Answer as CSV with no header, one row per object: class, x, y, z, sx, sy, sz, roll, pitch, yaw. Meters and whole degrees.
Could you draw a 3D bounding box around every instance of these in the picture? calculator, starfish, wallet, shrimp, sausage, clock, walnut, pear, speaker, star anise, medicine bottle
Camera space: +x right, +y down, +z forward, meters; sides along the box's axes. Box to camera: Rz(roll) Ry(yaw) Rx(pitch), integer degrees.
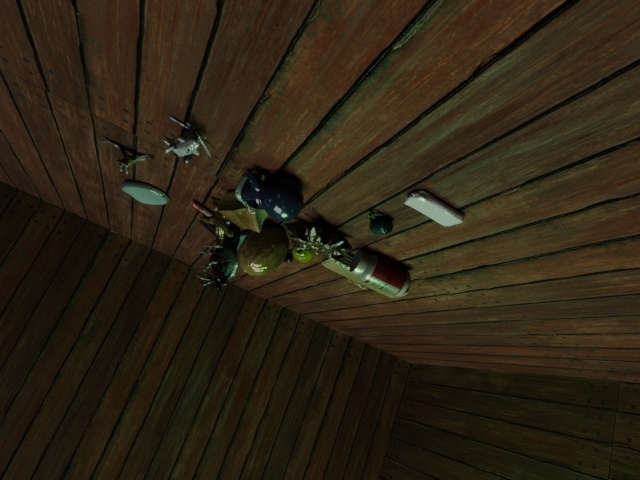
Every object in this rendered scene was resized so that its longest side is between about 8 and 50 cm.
calculator,-0.882,-0.234,2.313,0.295,0.042,0.184,7,157,31
starfish,-0.447,-0.095,2.043,0.062,0.235,0.277,-4,-159,-40
wallet,0.350,-0.097,1.433,0.190,0.033,0.095,28,158,-21
shrimp,-0.449,0.065,2.131,0.166,0.410,0.221,-3,147,38
sausage,-0.535,-0.121,2.262,0.034,0.034,0.253,1,150,45
clock,-0.171,-0.155,1.658,0.244,0.146,0.199,18,158,31
walnut,-0.262,0.051,2.121,0.225,0.261,0.225,32,153,18
pear,-0.079,0.053,2.177,0.107,0.107,0.131,14,171,20
calculator,-0.368,0.039,2.413,0.185,0.041,0.299,52,150,-14
speaker,0.209,-0.067,1.645,0.075,0.060,0.094,-3,114,50
star anise,-0.013,-0.007,1.933,0.316,0.108,0.315,18,168,4
medicine bottle,0.258,0.141,2.018,0.250,0.131,0.131,25,160,-14
speaker,-0.517,-0.043,2.370,0.218,0.044,0.082,45,153,-19

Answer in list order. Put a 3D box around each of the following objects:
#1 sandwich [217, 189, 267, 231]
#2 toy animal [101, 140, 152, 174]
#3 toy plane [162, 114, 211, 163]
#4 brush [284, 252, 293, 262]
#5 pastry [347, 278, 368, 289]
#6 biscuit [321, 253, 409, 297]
sandwich,-0.282,-0.121,1.908,0.220,0.108,0.186,0,152,40
toy animal,-0.798,-0.324,1.912,0.219,0.095,0.155,24,156,-6
toy plane,-0.481,-0.326,1.568,0.273,0.107,0.182,13,155,34
brush,-0.278,0.069,2.476,0.324,0.070,0.051,13,159,30
pastry,0.197,0.209,2.365,0.169,0.063,0.087,32,156,-27
biscuit,0.215,0.159,2.191,0.426,0.078,0.144,26,159,-16
